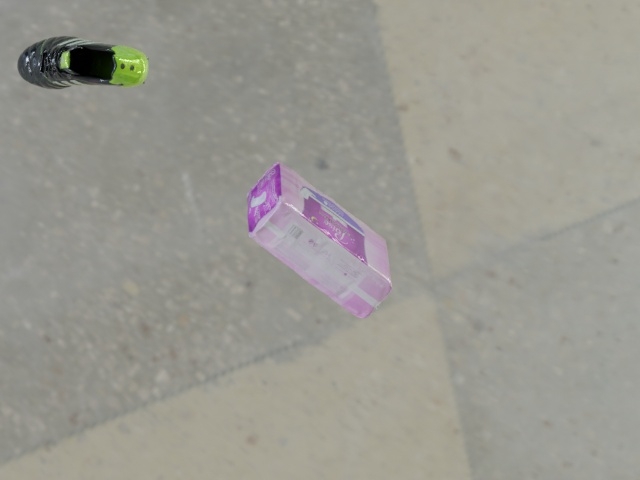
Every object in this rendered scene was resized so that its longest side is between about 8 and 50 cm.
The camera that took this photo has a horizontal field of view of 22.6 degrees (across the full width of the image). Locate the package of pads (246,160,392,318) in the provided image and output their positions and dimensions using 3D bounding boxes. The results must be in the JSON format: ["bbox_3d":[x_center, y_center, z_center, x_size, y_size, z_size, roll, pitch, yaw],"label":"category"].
[{"bbox_3d":[0.000,0.000,0.843,0.083,0.050,0.032,37,112,-23],"label":"package of pads"}]

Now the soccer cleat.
[{"bbox_3d":[-0.270,-0.195,1.749,0.072,0.179,0.060,3,92,-59],"label":"soccer cleat"}]
